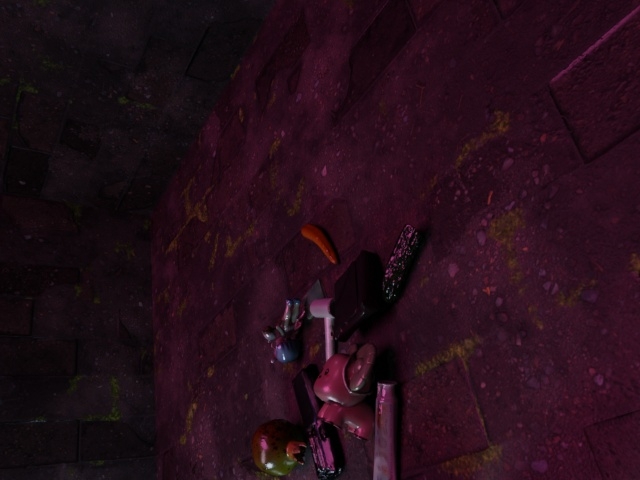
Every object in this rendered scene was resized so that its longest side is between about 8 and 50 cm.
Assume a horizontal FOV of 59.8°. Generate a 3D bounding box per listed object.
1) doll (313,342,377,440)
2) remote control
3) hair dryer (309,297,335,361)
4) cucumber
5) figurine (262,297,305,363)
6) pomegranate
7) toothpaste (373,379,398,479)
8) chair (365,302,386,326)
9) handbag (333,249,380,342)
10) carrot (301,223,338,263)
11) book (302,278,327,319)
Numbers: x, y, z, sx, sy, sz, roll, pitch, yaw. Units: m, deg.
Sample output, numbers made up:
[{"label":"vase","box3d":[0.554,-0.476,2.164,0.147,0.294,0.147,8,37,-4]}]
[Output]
[{"label":"doll","box3d":[0.099,0.448,1.723,0.268,0.216,0.284,-65,9,-14]},{"label":"remote control","box3d":[-0.020,0.634,1.948,0.144,0.062,0.398,-56,40,36]},{"label":"hair dryer","box3d":[0.029,0.321,1.959,0.131,0.073,0.236,-12,82,56]},{"label":"cucumber","box3d":[0.236,0.073,1.668,0.077,0.077,0.265,45,120,52]},{"label":"figurine","box3d":[-0.130,0.347,2.099,0.103,0.205,0.259,19,103,32]},{"label":"pomegranate","box3d":[-0.141,0.752,1.986,0.246,0.198,0.198,33,110,57]},{"label":"toothpaste","box3d":[0.192,0.578,1.630,0.100,0.066,0.322,-2,85,50]},{"label":"chair","box3d":[0.173,0.229,1.766,0.042,0.037,0.086,34,116,44]},{"label":"handbag","box3d":[0.116,0.183,1.803,0.246,0.080,0.223,-87,23,-43]},{"label":"carrot","box3d":[0.000,0.000,2.081,0.066,0.062,0.271,-45,40,-5]},{"label":"book","box3d":[-0.023,0.224,2.094,0.135,0.017,0.103,-52,41,38]}]
